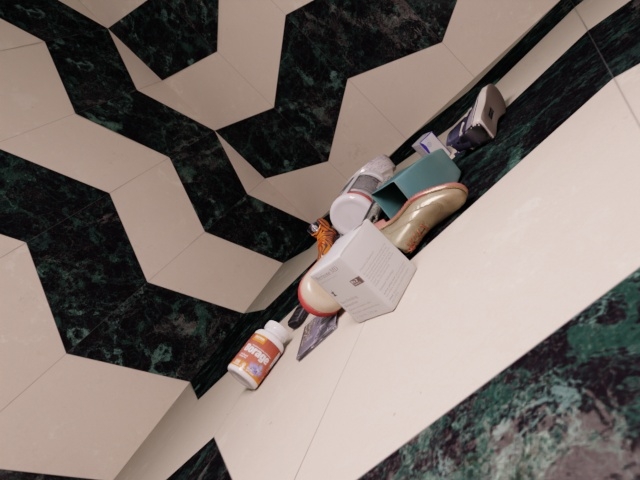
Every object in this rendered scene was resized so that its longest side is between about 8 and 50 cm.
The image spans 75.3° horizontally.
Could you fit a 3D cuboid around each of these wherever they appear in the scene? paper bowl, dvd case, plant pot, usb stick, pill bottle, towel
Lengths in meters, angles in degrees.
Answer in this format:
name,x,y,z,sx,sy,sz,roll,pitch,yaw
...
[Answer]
name,x,y,z,sx,sy,sz,roll,pitch,yaw
paper bowl,0.278,-0.308,2.183,0.284,0.148,0.284,-36,-9,-7
dvd case,-0.002,0.268,1.303,0.164,0.018,0.221,-44,7,15
plant pot,0.322,-0.172,1.322,0.234,0.166,0.165,-42,5,-18
usb stick,-0.047,0.238,1.632,0.077,0.045,0.278,-32,14,37
pill bottle,-0.205,0.385,1.418,0.216,0.121,0.121,-51,9,-32
pill bottle,0.192,-0.181,1.895,0.210,0.210,0.363,-41,8,35
towel,0.177,-0.045,1.548,0.312,0.056,0.324,-63,-2,-52

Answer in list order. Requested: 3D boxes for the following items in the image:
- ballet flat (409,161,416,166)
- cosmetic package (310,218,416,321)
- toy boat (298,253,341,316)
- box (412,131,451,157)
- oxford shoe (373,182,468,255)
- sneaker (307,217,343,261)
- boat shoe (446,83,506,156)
name,x,y,z,sx,sy,sz,roll,pitch,yaw
ballet flat,0.372,-0.249,1.790,0.203,0.074,0.074,-51,5,19
cosmetic package,0.107,0.078,1.040,0.151,0.183,0.151,-51,8,-36
toy boat,0.015,0.158,1.312,0.231,0.151,0.151,-45,-13,-51
box,0.466,-0.383,1.749,0.072,0.126,0.137,-44,8,5
oxford shoe,0.263,-0.027,1.150,0.348,0.123,0.130,-38,39,36
sneaker,0.000,0.000,2.125,0.124,0.180,0.321,-43,8,24
boat shoe,0.555,-0.437,1.498,0.158,0.127,0.340,-28,19,47
